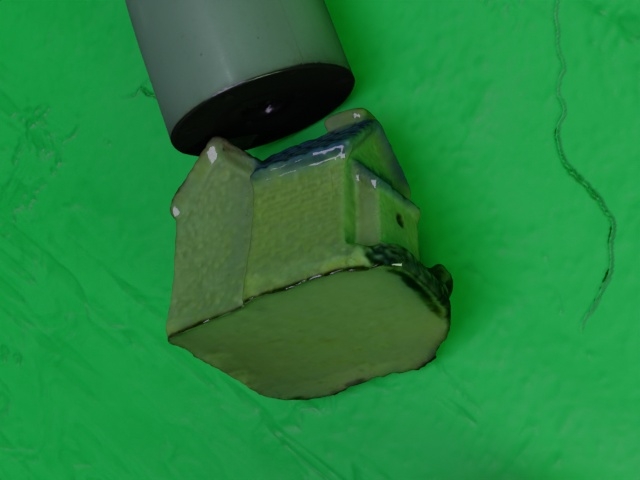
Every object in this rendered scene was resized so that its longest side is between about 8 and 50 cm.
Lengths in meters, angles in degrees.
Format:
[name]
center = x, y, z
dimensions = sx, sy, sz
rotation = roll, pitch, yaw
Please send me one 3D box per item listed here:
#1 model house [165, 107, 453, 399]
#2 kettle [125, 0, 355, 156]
[model house]
center = 0.000, 0.000, 1.484
dimensions = 0.214, 0.195, 0.189
rotation = -23, 58, 28
[kettle]
center = -0.098, -0.199, 1.550
dimensions = 0.221, 0.161, 0.236
rotation = -43, 64, 56
